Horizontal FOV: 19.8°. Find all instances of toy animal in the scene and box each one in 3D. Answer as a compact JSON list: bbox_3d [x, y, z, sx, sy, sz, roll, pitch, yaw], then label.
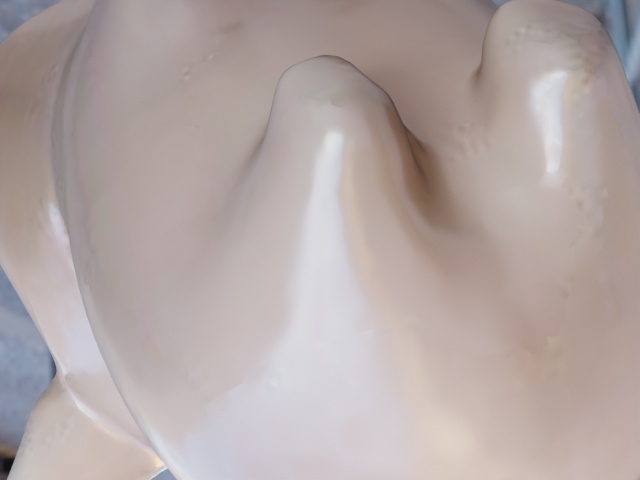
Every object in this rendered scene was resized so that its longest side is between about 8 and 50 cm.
[{"bbox_3d":[0.000,0.000,0.610,0.237,0.326,0.269,-8,126,-15],"label":"toy animal"}]
